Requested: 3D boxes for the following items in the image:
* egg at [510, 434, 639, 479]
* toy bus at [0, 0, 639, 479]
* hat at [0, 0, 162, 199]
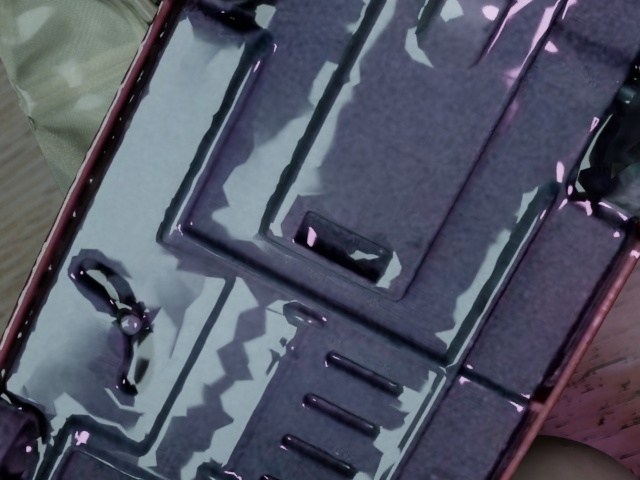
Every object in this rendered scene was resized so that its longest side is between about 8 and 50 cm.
[{"bbox_3d":[0.098,0.213,0.626,0.186,0.186,0.253,21,120,24],"label":"egg"},{"bbox_3d":[0.000,0.000,0.516,0.203,0.233,0.427,27,103,-3],"label":"toy bus"},{"bbox_3d":[-0.066,-0.113,0.677,0.226,0.164,0.219,-21,103,-4],"label":"hat"}]
